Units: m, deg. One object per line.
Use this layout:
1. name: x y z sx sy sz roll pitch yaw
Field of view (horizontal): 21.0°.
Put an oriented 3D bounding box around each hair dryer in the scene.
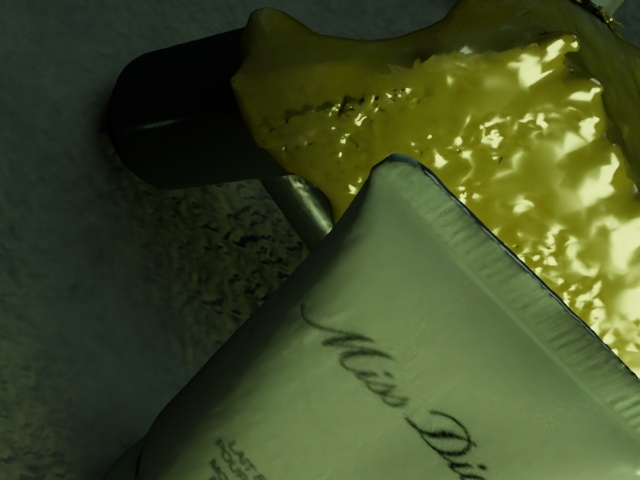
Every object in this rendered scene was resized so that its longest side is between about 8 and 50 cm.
1. hair dryer: 0.001 0.000 0.862 0.248 0.114 0.070 53 55 -26

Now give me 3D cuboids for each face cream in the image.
1. face cream: 0.006 0.073 0.667 0.143 0.314 0.089 45 53 -5

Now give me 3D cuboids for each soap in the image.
1. soap: 0.116 0.063 0.780 0.339 0.169 0.304 21 54 -54

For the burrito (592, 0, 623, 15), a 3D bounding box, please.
1. burrito: 0.021 -0.250 0.988 0.392 0.076 0.117 31 53 -17
